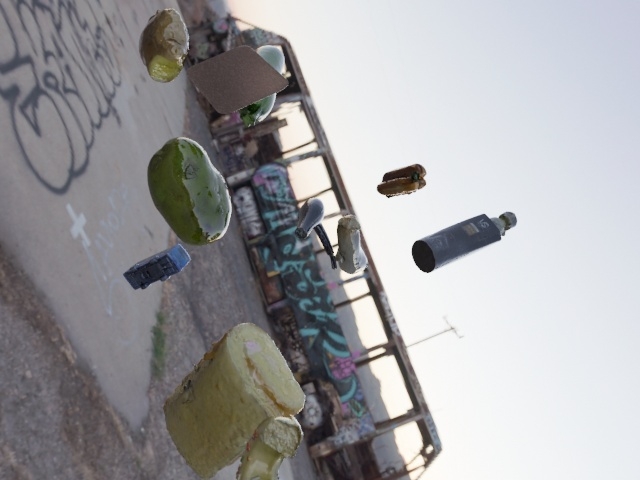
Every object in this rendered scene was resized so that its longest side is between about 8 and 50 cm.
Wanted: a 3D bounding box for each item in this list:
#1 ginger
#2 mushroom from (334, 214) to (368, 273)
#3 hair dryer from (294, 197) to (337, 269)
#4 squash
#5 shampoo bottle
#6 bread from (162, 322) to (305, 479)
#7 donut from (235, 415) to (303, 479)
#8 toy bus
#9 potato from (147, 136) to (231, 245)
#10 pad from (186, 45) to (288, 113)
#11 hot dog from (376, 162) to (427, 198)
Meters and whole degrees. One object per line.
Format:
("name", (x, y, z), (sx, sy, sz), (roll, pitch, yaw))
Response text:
("ginger", (-0.316, -0.390, 1.132), (0.294, 0.086, 0.131), (-130, -137, -60))
("mushroom", (0.089, 0.023, 1.689), (0.278, 0.099, 0.096), (76, 36, -61))
("hair dryer", (0.000, 0.000, 1.627), (0.219, 0.075, 0.196), (63, 23, -22))
("squash", (-0.159, -0.405, 1.471), (0.395, 0.107, 0.107), (-85, 162, -50))
("shampoo bottle", (0.246, -0.003, 0.957), (0.057, 0.207, 0.063), (63, -28, 15))
("bread", (-0.213, 0.367, 1.302), (0.237, 0.165, 0.375), (54, -49, 13))
("donut", (-0.090, 0.354, 0.929), (0.166, 0.065, 0.108), (-68, -165, -5))
("toy bus", (-0.502, 0.085, 1.767), (0.079, 0.236, 0.094), (61, 38, -12))
("potato", (-0.299, -0.111, 1.319), (0.186, 0.148, 0.254), (-48, 128, -69))
("pad", (-0.199, -0.379, 1.337), (0.266, 0.176, 0.002), (51, -17, 42))
("hot dog", (0.191, -0.136, 1.339), (0.055, 0.072, 0.188), (39, -13, -17))
